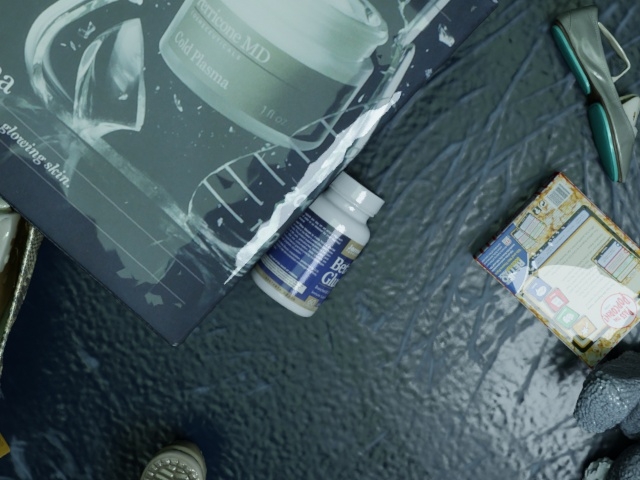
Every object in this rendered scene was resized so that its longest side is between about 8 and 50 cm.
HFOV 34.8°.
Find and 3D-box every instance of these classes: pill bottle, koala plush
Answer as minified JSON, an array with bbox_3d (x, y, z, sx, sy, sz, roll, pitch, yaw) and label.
[{"bbox_3d":[0.000,0.000,1.227,0.094,0.094,0.169,36,97,1],"label":"pill bottle"},{"bbox_3d":[0.398,0.256,1.182,0.196,0.203,0.221,20,111,30],"label":"koala plush"}]

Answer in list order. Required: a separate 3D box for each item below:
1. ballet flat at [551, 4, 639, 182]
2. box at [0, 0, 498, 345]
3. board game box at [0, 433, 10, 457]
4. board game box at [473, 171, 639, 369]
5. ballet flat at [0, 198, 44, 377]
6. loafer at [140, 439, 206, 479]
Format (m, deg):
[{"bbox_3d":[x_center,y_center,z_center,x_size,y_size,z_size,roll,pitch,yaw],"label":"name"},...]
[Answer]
[{"bbox_3d":[0.338,-0.174,1.196,0.068,0.072,0.213,-22,92,2],"label":"ballet flat"},{"bbox_3d":[-0.163,-0.236,1.087,0.480,0.297,0.471,42,93,-9],"label":"box"},{"bbox_3d":[-0.599,0.250,1.314,0.317,0.064,0.242,-31,91,7],"label":"board game box"},{"bbox_3d":[0.304,0.035,1.228,0.193,0.045,0.147,44,96,0],"label":"board game box"},{"bbox_3d":[-0.436,0.120,1.182,0.164,0.182,0.482,18,83,-12],"label":"ballet flat"},{"bbox_3d":[-0.200,0.361,1.280,0.102,0.092,0.268,28,112,4],"label":"loafer"}]
